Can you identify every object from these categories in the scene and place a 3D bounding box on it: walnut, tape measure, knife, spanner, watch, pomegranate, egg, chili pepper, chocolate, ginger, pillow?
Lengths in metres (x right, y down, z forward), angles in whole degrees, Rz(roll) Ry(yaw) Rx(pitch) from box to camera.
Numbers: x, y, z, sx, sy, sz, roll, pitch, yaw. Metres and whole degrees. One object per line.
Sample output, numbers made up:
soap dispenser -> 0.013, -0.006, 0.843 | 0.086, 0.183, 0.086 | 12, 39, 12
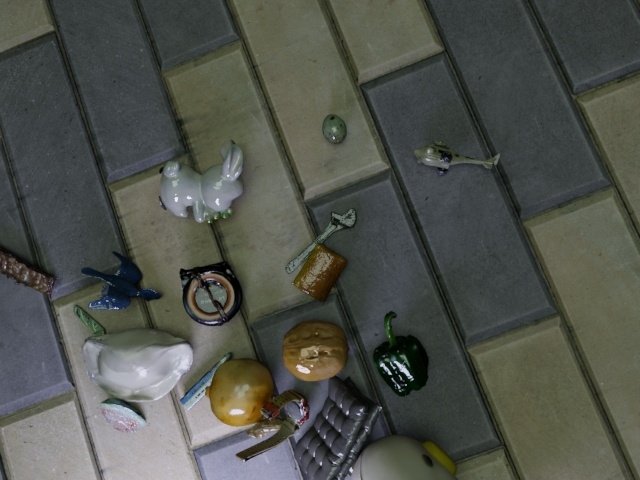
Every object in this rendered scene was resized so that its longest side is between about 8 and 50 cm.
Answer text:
walnut -> -0.015, 0.360, 1.679 | 0.222, 0.195, 0.195 | -5, 83, -2
tape measure -> -0.372, 0.185, 1.761 | 0.202, 0.135, 0.223 | -13, 85, -6
knife -> -0.786, 0.335, 1.841 | 0.293, 0.020, 0.043 | 40, 91, 9
spanner -> 0.000, 0.000, 1.796 | 0.325, 0.026, 0.093 | -44, 82, 2
watch -> -0.147, 0.577, 1.622 | 0.102, 0.268, 0.165 | 21, 108, 35
pomegranate -> -0.256, 0.493, 1.672 | 0.233, 0.233, 0.233 | -1, 84, 6
egg -> 0.048, -0.393, 1.803 | 0.085, 0.085, 0.110 | -14, 68, 4
chili pepper -> 0.250, 0.367, 1.663 | 0.165, 0.174, 0.261 | -33, 82, 27
chocolate -> -1.110, 0.098, 1.881 | 0.329, 0.065, 0.102 | 25, 106, 9
ginger -> -0.181, 0.633, 1.736 | 0.137, 0.044, 0.057 | -13, 47, -3
pillow -> 0.046, 0.612, 1.633 | 0.101, 0.228, 0.326 | 26, 90, -27

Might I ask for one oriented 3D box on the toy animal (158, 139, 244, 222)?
toy animal -> -0.393, -0.202, 1.770 | 0.310, 0.183, 0.247 | -5, 117, 8

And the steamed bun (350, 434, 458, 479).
steamed bun -> 0.262, 0.767, 1.528 | 0.374, 0.334, 0.334 | 42, 89, -7

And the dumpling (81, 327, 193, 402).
dumpling -> -0.619, 0.427, 1.750 | 0.341, 0.181, 0.260 | -4, 107, -27

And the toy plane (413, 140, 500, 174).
toy plane -> 0.462, -0.283, 1.754 | 0.286, 0.092, 0.108 | 12, 60, 9

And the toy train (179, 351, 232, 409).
toy train -> -0.382, 0.481, 1.768 | 0.234, 0.052, 0.051 | -44, 84, -1

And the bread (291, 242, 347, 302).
bread -> 0.000, 0.107, 1.742 | 0.132, 0.103, 0.172 | 31, 89, -1

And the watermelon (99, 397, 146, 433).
watermelon -> -0.690, 0.597, 1.767 | 0.094, 0.081, 0.180 | -40, 117, -19

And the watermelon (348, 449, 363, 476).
watermelon -> 0.111, 0.723, 1.679 | 0.078, 0.078, 0.110 | -19, 84, 4

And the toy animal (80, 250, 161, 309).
toy animal -> -0.697, 0.153, 1.791 | 0.176, 0.255, 0.239 | -28, 40, 26
